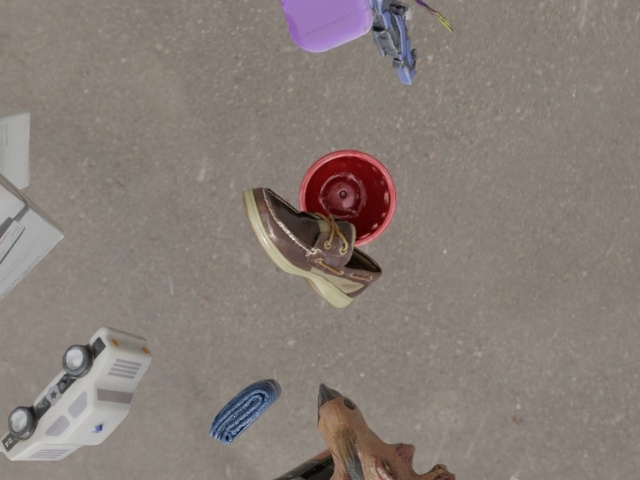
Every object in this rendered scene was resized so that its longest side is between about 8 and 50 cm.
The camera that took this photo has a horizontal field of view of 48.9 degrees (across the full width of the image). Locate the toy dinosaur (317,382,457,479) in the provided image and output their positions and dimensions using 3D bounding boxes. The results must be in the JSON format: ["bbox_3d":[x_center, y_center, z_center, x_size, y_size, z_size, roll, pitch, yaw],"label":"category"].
[{"bbox_3d":[0.114,0.210,0.407,0.295,0.127,0.200,22,165,16],"label":"toy dinosaur"}]

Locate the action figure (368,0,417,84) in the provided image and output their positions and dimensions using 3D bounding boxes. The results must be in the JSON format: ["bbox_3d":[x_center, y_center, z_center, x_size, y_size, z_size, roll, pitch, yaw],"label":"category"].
[{"bbox_3d":[0.088,-0.458,1.288,0.178,0.330,0.341,14,143,33],"label":"action figure"}]

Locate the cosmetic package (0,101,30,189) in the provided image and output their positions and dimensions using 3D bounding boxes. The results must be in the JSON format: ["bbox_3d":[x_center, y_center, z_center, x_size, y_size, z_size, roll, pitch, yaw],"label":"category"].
[{"bbox_3d":[-0.627,-0.159,1.228,0.151,0.184,0.151,17,113,13],"label":"cosmetic package"}]

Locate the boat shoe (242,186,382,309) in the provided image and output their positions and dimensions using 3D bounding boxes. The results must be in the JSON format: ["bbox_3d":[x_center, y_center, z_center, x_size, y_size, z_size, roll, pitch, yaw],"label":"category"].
[{"bbox_3d":[0.000,0.000,1.157,0.123,0.123,0.342,-29,138,15],"label":"boat shoe"}]

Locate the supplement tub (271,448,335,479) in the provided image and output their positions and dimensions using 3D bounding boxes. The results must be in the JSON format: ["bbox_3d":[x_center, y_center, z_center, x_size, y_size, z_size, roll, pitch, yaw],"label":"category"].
[{"bbox_3d":[0.009,0.370,1.019,0.117,0.190,0.117,6,100,38],"label":"supplement tub"}]

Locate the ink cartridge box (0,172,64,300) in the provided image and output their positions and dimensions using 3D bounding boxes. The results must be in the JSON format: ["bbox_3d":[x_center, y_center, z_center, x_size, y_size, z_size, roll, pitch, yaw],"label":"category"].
[{"bbox_3d":[-0.368,-0.054,0.595,0.223,0.129,0.307,41,167,-3],"label":"ink cartridge box"}]

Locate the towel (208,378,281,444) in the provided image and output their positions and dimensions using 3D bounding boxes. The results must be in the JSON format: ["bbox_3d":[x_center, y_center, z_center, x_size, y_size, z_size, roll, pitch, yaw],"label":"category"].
[{"bbox_3d":[-0.069,0.157,0.665,0.067,0.119,0.029,-43,82,-5],"label":"towel"}]

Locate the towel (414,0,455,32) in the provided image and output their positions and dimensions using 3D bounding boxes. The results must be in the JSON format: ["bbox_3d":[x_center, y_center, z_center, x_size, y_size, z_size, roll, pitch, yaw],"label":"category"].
[{"bbox_3d":[0.182,-0.367,1.137,0.060,0.083,0.009,25,113,-42],"label":"towel"}]

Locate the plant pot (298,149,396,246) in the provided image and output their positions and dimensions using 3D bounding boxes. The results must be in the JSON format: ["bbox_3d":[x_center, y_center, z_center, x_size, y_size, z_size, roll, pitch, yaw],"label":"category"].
[{"bbox_3d":[0.048,-0.087,1.431,0.191,0.174,0.191,0,95,-4],"label":"plant pot"}]

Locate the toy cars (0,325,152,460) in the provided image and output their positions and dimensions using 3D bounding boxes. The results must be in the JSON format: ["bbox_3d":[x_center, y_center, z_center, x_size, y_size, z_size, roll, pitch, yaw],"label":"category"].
[{"bbox_3d":[-0.342,0.231,0.737,0.087,0.393,0.176,45,143,28],"label":"toy cars"}]

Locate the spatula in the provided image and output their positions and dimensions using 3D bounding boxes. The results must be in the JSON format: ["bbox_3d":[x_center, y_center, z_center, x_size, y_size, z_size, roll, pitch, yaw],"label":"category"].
[{"bbox_3d":[-0.017,-0.326,0.694,0.084,0.030,0.296,-18,73,24],"label":"spatula"}]

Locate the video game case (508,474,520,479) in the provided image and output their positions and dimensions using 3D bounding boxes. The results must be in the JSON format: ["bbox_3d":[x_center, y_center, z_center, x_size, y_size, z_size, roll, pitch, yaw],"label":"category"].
[{"bbox_3d":[0.301,0.377,1.006,0.087,0.011,0.122,29,157,21],"label":"video game case"}]
